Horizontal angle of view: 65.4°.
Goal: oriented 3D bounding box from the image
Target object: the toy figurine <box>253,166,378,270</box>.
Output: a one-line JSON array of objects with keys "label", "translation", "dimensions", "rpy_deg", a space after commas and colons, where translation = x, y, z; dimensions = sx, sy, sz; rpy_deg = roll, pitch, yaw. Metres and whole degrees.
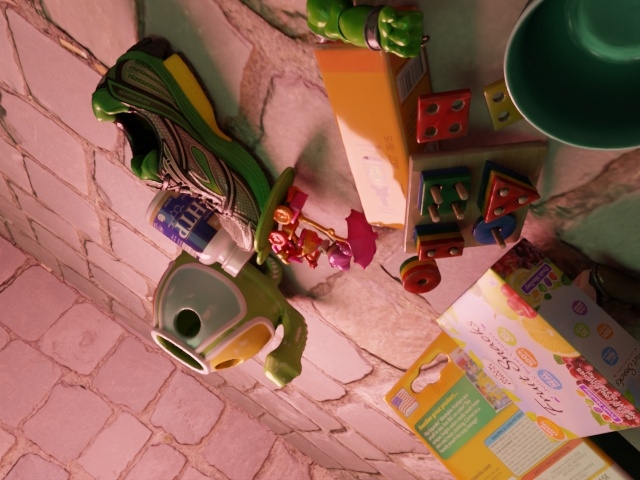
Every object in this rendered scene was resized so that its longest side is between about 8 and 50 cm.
[{"label": "toy figurine", "translation": [0.000, 0.000, 0.715], "dimensions": [0.159, 0.130, 0.173], "rpy_deg": [23, 136, 4]}]

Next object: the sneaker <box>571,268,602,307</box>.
[{"label": "sneaker", "translation": [0.289, 0.088, 0.609], "dimensions": [0.075, 0.057, 0.161], "rpy_deg": [14, 147, 22]}]

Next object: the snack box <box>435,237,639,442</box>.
[{"label": "snack box", "translation": [0.255, 0.124, 0.581], "dimensions": [0.207, 0.070, 0.174], "rpy_deg": [48, 156, 15]}]

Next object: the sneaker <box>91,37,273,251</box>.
[{"label": "sneaker", "translation": [-0.195, -0.104, 0.734], "dimensions": [0.134, 0.146, 0.343], "rpy_deg": [-2, 134, 46]}]

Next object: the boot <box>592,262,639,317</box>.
[{"label": "boot", "translation": [0.355, 0.042, 0.501], "dimensions": [0.106, 0.037, 0.114], "rpy_deg": [29, 155, -15]}]

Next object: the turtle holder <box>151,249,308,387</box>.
[{"label": "turtle holder", "translation": [-0.187, 0.157, 1.005], "dimensions": [0.320, 0.227, 0.243], "rpy_deg": [43, 148, -13]}]

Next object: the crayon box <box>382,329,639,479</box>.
[{"label": "crayon box", "translation": [0.273, 0.278, 0.722], "dimensions": [0.323, 0.083, 0.203], "rpy_deg": [44, 122, 21]}]

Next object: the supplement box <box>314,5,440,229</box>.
[{"label": "supplement box", "translation": [0.073, -0.114, 0.525], "dimensions": [0.078, 0.080, 0.233], "rpy_deg": [14, 142, 33]}]

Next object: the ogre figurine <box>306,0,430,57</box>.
[{"label": "ogre figurine", "translation": [0.019, -0.238, 0.380], "dimensions": [0.118, 0.097, 0.197], "rpy_deg": [9, 135, 51]}]

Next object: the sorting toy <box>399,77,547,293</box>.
[{"label": "sorting toy", "translation": [0.156, -0.036, 0.506], "dimensions": [0.132, 0.046, 0.275], "rpy_deg": [-6, 135, -1]}]

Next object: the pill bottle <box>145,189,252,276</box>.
[{"label": "pill bottle", "translation": [-0.201, -0.024, 0.883], "dimensions": [0.186, 0.112, 0.112], "rpy_deg": [36, 149, -3]}]

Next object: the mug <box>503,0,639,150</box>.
[{"label": "mug", "translation": [0.215, -0.139, 0.330], "dimensions": [0.157, 0.097, 0.129], "rpy_deg": [11, 141, 34]}]
